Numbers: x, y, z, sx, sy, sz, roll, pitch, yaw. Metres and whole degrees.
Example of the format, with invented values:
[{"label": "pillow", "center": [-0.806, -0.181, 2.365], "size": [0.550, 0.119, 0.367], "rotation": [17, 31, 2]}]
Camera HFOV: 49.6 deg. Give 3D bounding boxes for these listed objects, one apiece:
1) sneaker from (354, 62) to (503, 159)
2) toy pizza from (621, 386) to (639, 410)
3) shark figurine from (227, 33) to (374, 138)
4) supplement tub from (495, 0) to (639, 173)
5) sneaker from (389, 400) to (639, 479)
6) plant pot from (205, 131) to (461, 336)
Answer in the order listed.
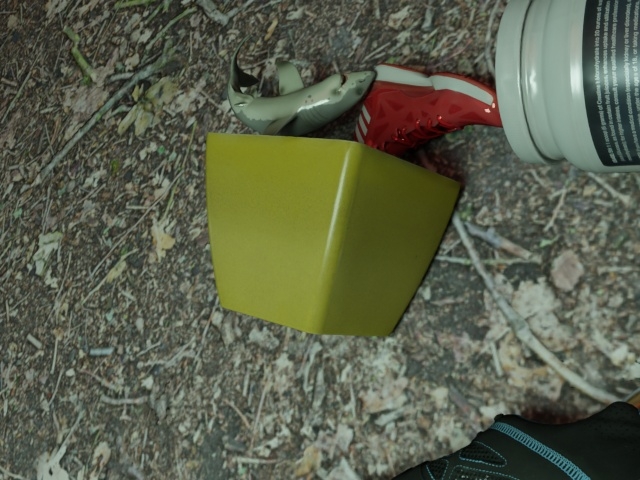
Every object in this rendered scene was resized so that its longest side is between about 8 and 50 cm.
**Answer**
[{"label": "sneaker", "center": [0.124, -0.127, 0.812], "size": [0.221, 0.087, 0.128], "rotation": [30, 98, 53]}, {"label": "toy pizza", "center": [0.311, 0.199, 0.543], "size": [0.201, 0.032, 0.201], "rotation": [-16, 62, 31]}, {"label": "shark figurine", "center": [-0.059, -0.169, 0.940], "size": [0.278, 0.116, 0.166], "rotation": [25, 73, 44]}, {"label": "supplement tub", "center": [0.311, -0.155, 0.596], "size": [0.272, 0.191, 0.191], "rotation": [2, 72, 37]}, {"label": "sneaker", "center": [0.145, 0.235, 0.613], "size": [0.341, 0.125, 0.140], "rotation": [-21, 27, 39]}, {"label": "plant pot", "center": [0.000, 0.000, 0.765], "size": [0.212, 0.212, 0.187], "rotation": [10, 89, 39]}]
